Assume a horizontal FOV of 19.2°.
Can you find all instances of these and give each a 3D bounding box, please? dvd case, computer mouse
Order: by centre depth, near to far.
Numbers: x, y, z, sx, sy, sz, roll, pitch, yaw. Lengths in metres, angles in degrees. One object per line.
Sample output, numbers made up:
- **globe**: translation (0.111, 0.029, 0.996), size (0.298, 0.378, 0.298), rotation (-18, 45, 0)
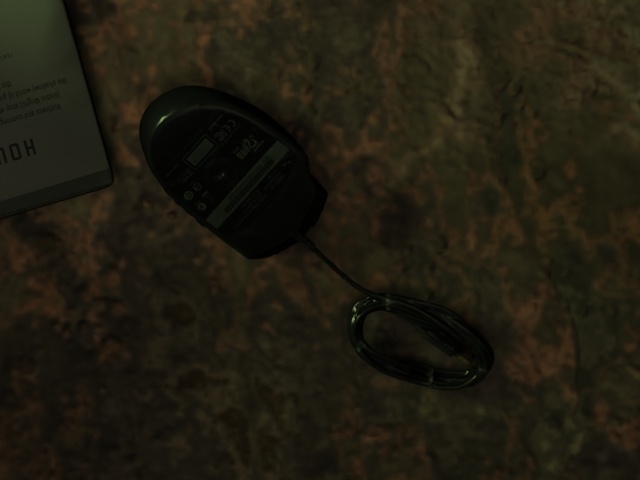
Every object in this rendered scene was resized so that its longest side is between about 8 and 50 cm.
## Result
- **dvd case**: translation (-0.224, -0.119, 0.990), size (0.179, 0.029, 0.239), rotation (-17, 101, -16)
- **computer mouse**: translation (0.000, 0.000, 1.041), size (0.242, 0.041, 0.071), rotation (42, 106, -15)
